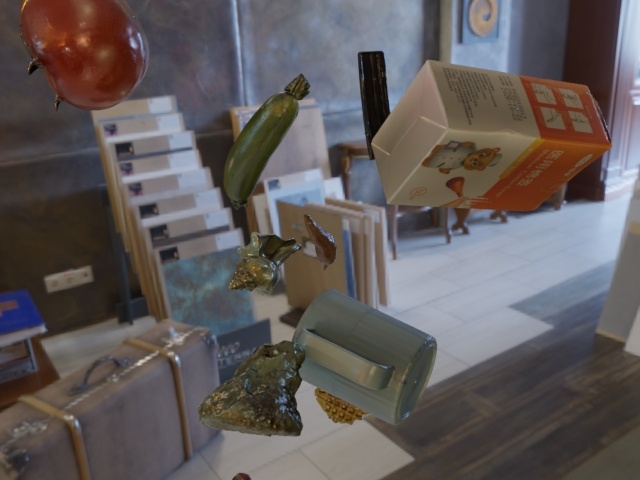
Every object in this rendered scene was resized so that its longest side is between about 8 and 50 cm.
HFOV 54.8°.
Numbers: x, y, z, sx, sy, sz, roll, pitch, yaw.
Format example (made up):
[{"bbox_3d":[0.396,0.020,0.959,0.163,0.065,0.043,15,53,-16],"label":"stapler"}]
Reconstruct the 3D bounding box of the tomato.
[{"bbox_3d":[-0.457,-0.380,1.200,0.224,0.256,0.256,-28,22,0],"label":"tomato"}]

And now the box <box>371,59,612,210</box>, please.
[{"bbox_3d":[0.293,-0.168,1.079,0.341,0.225,0.143,1,61,-23],"label":"box"}]

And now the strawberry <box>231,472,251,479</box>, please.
[{"bbox_3d":[-0.255,0.808,2.041,0.073,0.083,0.073,-18,48,21],"label":"strawberry"}]

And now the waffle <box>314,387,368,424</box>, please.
[{"bbox_3d":[0.070,0.505,1.994,0.149,0.194,0.051,-34,2,-3],"label":"waffle"}]

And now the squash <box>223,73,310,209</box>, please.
[{"bbox_3d":[-0.116,-0.163,1.100,0.071,0.318,0.080,39,40,4],"label":"squash"}]

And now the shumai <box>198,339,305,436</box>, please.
[{"bbox_3d":[-0.136,0.312,1.327,0.222,0.204,0.272,3,-11,10],"label":"shumai"}]

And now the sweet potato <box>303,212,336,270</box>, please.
[{"bbox_3d":[0.007,-0.001,1.685,0.068,0.226,0.068,-11,45,11],"label":"sweet potato"}]

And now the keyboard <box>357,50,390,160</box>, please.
[{"bbox_3d":[0.129,-0.318,1.452,0.087,0.250,0.017,-16,14,-34],"label":"keyboard"}]

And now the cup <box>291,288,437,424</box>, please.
[{"bbox_3d":[0.110,0.281,1.573,0.311,0.331,0.257,22,61,26],"label":"cup"}]

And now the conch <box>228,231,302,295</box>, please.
[{"bbox_3d":[-0.150,0.048,1.469,0.114,0.137,0.234,-14,35,29],"label":"conch"}]
